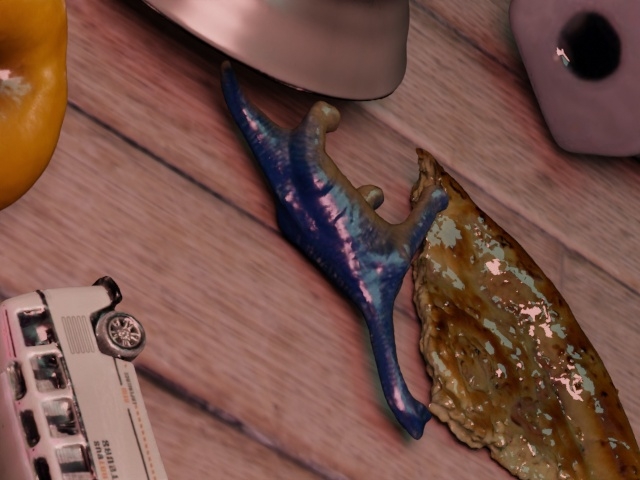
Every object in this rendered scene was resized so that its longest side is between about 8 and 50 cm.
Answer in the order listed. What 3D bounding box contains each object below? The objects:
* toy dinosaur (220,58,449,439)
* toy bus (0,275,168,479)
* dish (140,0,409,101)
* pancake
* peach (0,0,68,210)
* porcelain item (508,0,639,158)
[{"bbox_3d":[0.000,0.000,1.200,0.247,0.075,0.188,41,41,-19],"label":"toy dinosaur"},{"bbox_3d":[-0.133,0.119,0.956,0.089,0.087,0.194,0,59,-37],"label":"toy bus"},{"bbox_3d":[-0.038,-0.242,1.290,0.316,0.106,0.316,28,32,-19],"label":"dish"},{"bbox_3d":[0.148,0.097,1.277,0.197,0.054,0.376,-14,68,-49],"label":"pancake"},{"bbox_3d":[-0.219,-0.099,1.000,0.179,0.103,0.179,-9,103,-43],"label":"peach"},{"bbox_3d":[0.348,-0.191,1.596,0.405,0.178,0.243,-14,82,-50],"label":"porcelain item"}]
